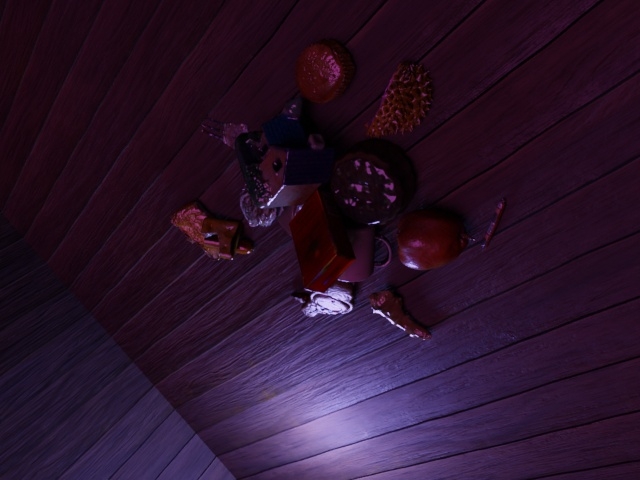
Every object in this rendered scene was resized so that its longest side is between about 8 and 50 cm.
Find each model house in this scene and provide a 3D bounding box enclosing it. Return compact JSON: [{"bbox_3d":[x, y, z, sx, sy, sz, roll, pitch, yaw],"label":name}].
[{"bbox_3d":[-0.112,-0.307,1.763,0.280,0.245,0.313,-40,63,48],"label":"model house"}]

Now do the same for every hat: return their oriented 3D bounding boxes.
[{"bbox_3d":[-0.074,-0.131,2.019,0.245,0.149,0.214,61,147,36],"label":"hat"}]

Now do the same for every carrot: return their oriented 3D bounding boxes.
[{"bbox_3d":[-0.396,0.016,2.266,0.225,0.067,0.067,11,124,4],"label":"carrot"}]

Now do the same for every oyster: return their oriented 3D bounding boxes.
[{"bbox_3d":[-0.238,-0.149,2.061,0.267,0.112,0.199,-10,107,52],"label":"oyster"}]

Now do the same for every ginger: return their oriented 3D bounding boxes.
[{"bbox_3d":[0.316,0.292,2.031,0.294,0.086,0.131,36,121,-3],"label":"ginger"}]

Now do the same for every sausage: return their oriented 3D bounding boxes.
[{"bbox_3d":[0.570,-0.052,1.707,0.028,0.025,0.199,33,130,29],"label":"sausage"}]

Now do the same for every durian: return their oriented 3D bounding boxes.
[{"bbox_3d":[0.254,-0.420,1.628,0.186,0.154,0.261,9,133,-3],"label":"durian"}]

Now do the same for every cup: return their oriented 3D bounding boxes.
[{"bbox_3d":[0.141,0.021,1.914,0.252,0.192,0.201,6,118,3],"label":"cup"}]

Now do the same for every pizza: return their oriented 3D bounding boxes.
[{"bbox_3d":[-0.530,-0.041,2.335,0.189,0.071,0.297,-37,100,22],"label":"pizza"}]

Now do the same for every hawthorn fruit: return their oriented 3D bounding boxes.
[{"bbox_3d":[0.388,-0.003,1.731,0.262,0.210,0.211,0,117,23],"label":"hawthorn fruit"}]

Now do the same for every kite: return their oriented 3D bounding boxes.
[{"bbox_3d":[-0.377,-0.432,2.053,0.229,0.016,0.127,23,124,13],"label":"kite"}]

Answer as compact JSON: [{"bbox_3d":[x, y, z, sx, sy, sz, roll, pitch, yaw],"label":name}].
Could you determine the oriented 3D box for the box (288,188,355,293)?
[{"bbox_3d":[-0.001,0.000,1.801,0.089,0.313,0.197,17,130,-33],"label":"box"}]

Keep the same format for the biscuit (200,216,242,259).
[{"bbox_3d":[-0.437,-0.016,2.226,0.183,0.174,0.039,12,162,7],"label":"biscuit"}]

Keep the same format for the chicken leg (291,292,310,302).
[{"bbox_3d":[-0.065,0.257,2.258,0.144,0.037,0.062,8,143,27],"label":"chicken leg"}]

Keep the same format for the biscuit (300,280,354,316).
[{"bbox_3d":[0.030,0.256,2.158,0.319,0.047,0.183,-25,124,41],"label":"biscuit"}]

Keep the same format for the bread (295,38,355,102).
[{"bbox_3d":[0.008,-0.551,1.694,0.199,0.104,0.199,15,123,25],"label":"bread"}]

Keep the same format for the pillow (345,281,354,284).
[{"bbox_3d":[0.051,0.121,2.070,0.184,0.043,0.118,7,122,18],"label":"pillow"}]

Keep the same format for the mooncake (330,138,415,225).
[{"bbox_3d":[0.174,-0.189,1.773,0.290,0.161,0.291,16,125,24],"label":"mooncake"}]
